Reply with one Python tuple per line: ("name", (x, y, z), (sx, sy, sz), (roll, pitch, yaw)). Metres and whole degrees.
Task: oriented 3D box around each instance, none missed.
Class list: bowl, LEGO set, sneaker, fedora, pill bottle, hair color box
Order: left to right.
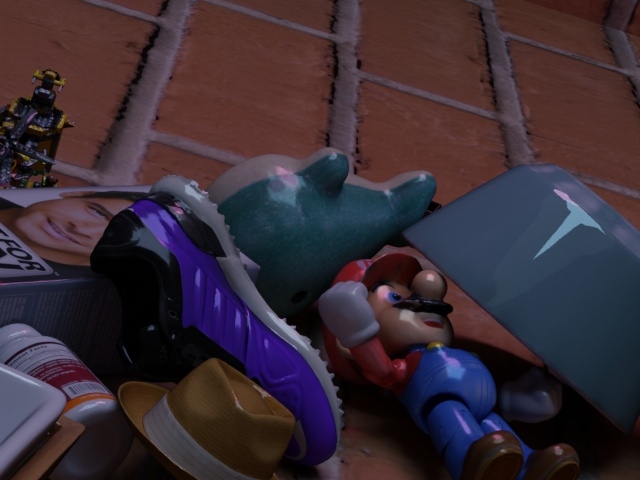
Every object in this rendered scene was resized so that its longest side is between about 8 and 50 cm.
("LEGO set", (-0.401, -0.151, 1.987), (0.331, 0.192, 0.255), (23, 36, 2))
("hair color box", (-0.262, 0.038, 1.810), (0.374, 0.113, 0.185), (-3, 30, -45))
("pill bottle", (-0.228, 0.135, 1.638), (0.086, 0.086, 0.152), (0, 28, -39))
("sneaker", (-0.106, 0.098, 1.726), (0.146, 0.102, 0.293), (-37, 94, -40))
("fedora", (-0.077, 0.152, 1.595), (0.194, 0.079, 0.194), (36, 8, -6))
("bowl", (0.248, 0.037, 1.987), (0.311, 0.163, 0.311), (41, 2, -2))

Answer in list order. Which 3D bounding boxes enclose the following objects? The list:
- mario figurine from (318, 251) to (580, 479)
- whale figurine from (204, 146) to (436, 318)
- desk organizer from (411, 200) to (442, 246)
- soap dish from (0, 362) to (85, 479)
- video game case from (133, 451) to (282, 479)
("mario figurine", (0.119, 0.110, 1.850), (0.170, 0.198, 0.320), (-34, 49, -9))
("whale figurine", (0.000, 0.000, 2.012), (0.272, 0.216, 0.141), (-7, 51, -24))
("desk organizer", (0.152, -0.009, 2.351), (0.130, 0.050, 0.047), (23, 22, 10))
("soap dish", (-0.353, 0.150, 1.455), (0.291, 0.118, 0.229), (22, 22, 7))
("video game case", (-0.070, 0.245, 1.589), (0.193, 0.023, 0.212), (19, 22, 1))
